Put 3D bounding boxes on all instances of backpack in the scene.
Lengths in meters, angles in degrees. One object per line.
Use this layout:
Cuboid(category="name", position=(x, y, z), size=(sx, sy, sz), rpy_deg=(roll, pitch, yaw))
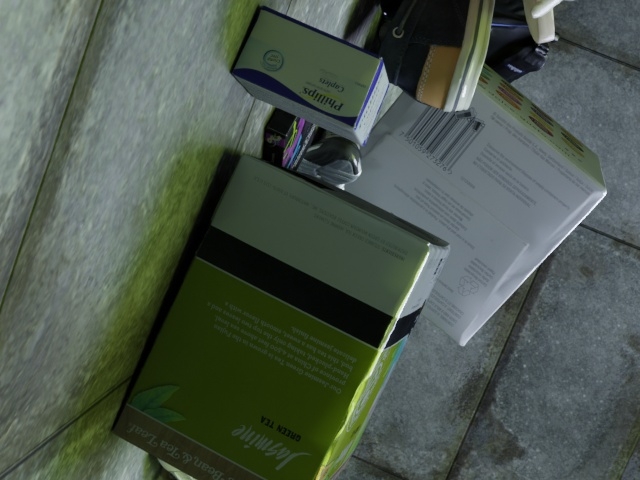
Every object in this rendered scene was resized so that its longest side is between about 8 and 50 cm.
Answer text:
Cuboid(category="backpack", position=(0.291, -0.411, 2.193), size=(0.263, 0.276, 0.213), rpy_deg=(103, -2, -72))

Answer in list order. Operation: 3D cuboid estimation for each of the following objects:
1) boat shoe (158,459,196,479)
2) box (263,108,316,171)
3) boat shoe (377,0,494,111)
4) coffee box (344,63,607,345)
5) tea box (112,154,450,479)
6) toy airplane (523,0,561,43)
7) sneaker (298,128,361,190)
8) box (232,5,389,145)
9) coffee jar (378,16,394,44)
Cuboid(category="boat shoe", position=(-0.164, 0.299, 1.548), size=(0.277, 0.096, 0.098), rpy_deg=(81, -4, -62))
Cuboid(category="box", position=(-0.034, -0.129, 1.398), size=(0.162, 0.029, 0.116), rpy_deg=(104, 12, -63))
Cuboid(category="boat shoe", position=(0.173, -0.385, 1.701), size=(0.187, 0.155, 0.500), rpy_deg=(101, 2, -49))
Cuboid(category="coffee box", position=(0.229, -0.092, 1.933), size=(0.338, 0.337, 0.334), rpy_deg=(-51, 179, 18))
Cuboid(category="tea box", position=(-0.025, 0.101, 1.305), size=(0.324, 0.220, 0.329), rpy_deg=(-64, 170, 5))
Cuboid(category="toy airplane", position=(0.260, -0.487, 1.448), size=(0.386, 0.272, 0.385), rpy_deg=(44, 45, -65))
Cuboid(category="sneaker", position=(0.023, -0.143, 1.641), size=(0.229, 0.086, 0.132), rpy_deg=(129, -19, -76))
Cuboid(category="box", position=(-0.005, -0.154, 1.114), size=(0.137, 0.126, 0.072), rpy_deg=(20, 94, -84))
Cuboid(category="coffee jar", position=(0.167, -0.381, 1.873), size=(0.079, 0.096, 0.184), rpy_deg=(108, 7, -59))
